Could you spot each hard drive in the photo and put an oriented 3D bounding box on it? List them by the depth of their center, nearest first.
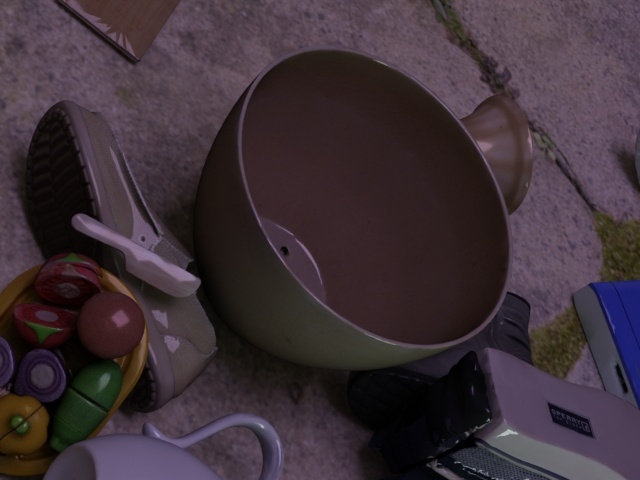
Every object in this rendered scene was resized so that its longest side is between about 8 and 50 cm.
[{"bbox_3d":[0.430,0.140,1.812,0.319,0.040,0.210,-2,65,-39],"label":"hard drive"}]

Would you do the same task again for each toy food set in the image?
[{"bbox_3d":[-0.195,0.079,1.263,0.128,0.071,0.218,37,75,-5],"label":"toy food set"}]

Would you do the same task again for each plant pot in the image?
[{"bbox_3d":[0.000,0.000,1.447,0.284,0.191,0.284,19,54,-28],"label":"plant pot"}]

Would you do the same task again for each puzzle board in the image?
[{"bbox_3d":[-0.186,-0.235,1.570,0.096,0.011,0.128,38,46,-13],"label":"puzzle board"}]

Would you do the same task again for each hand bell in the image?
[{"bbox_3d":[0.077,-0.082,1.641,0.242,0.126,0.126,-3,66,-27],"label":"hand bell"}]

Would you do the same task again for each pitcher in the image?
[{"bbox_3d":[-0.112,0.201,1.285,0.207,0.125,0.177,25,54,-36],"label":"pitcher"}]

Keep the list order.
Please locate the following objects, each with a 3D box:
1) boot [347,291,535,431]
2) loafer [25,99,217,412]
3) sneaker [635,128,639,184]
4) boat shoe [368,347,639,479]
[{"bbox_3d":[0.113,0.106,1.570,0.246,0.083,0.161,13,45,-33],"label":"boot"},{"bbox_3d":[-0.165,0.010,1.381,0.092,0.102,0.268,-15,83,-44],"label":"loafer"},{"bbox_3d":[0.450,-0.067,1.935,0.232,0.090,0.115,46,38,-19],"label":"sneaker"},{"bbox_3d":[0.196,0.212,1.514,0.340,0.158,0.127,30,36,-34],"label":"boat shoe"}]
